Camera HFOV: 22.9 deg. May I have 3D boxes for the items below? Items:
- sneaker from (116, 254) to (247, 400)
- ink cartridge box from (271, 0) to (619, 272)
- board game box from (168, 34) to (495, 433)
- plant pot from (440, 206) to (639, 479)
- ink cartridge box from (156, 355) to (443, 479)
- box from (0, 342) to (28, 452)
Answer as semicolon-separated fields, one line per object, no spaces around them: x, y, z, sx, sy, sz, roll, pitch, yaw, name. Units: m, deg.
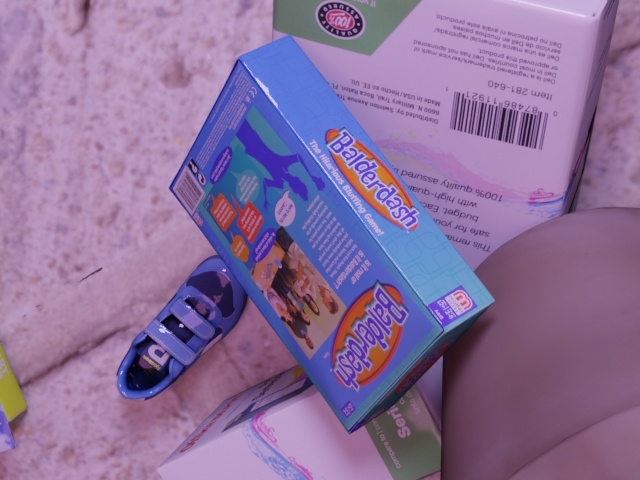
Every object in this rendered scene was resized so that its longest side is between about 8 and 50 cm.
-0.109;0.073;1.231;0.053;0.059;0.144;40;111;6;sneaker
0.076;-0.082;1.052;0.201;0.117;0.278;15;132;13;ink cartridge box
0.000;0.000;1.000;0.210;0.047;0.160;54;146;12;board game box
0.198;0.135;0.952;0.323;0.280;0.323;-7;133;-7;plant pot
0.008;0.139;1.161;0.212;0.154;0.093;-28;94;22;ink cartridge box
-0.318;0.096;1.309;0.109;0.042;0.178;-17;99;21;box
